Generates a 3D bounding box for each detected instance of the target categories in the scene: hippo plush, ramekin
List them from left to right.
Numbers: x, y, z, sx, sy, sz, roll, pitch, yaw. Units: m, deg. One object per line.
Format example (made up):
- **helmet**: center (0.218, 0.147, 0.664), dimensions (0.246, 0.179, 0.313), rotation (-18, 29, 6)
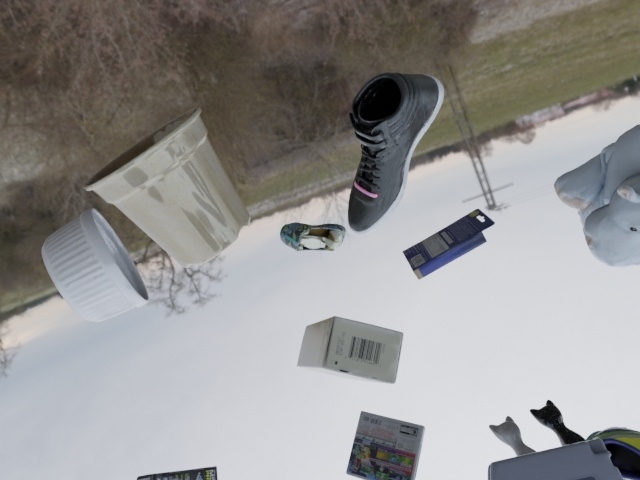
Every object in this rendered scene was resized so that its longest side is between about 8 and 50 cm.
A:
- **ramekin**: center (-0.420, 0.053, 0.981), dimensions (0.109, 0.207, 0.207), rotation (-29, -171, -11)
- **hippo plush**: center (0.570, -0.066, 0.900), dimensions (0.294, 0.234, 0.236), rotation (-60, -172, 41)

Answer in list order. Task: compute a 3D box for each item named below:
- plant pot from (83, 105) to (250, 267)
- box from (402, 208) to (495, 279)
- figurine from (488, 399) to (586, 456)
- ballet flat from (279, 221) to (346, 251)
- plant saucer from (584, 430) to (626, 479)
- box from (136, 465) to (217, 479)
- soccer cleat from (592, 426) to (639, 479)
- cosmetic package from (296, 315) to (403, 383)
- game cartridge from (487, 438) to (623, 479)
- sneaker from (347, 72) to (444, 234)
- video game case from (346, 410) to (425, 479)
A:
- **plant pot**: center (-0.350, -0.112, 1.318), dimensions (0.334, 0.305, 0.333), rotation (-27, -155, 14)
- **box**: center (0.322, 0.006, 1.318), dimensions (0.225, 0.036, 0.136), rotation (-32, -162, 9)
- **figurine**: center (0.565, 0.523, 1.338), dimensions (0.215, 0.092, 0.209), rotation (-13, -136, -14)
- **ballet flat**: center (0.000, 0.000, 1.111), dimensions (0.188, 0.070, 0.070), rotation (-2, 171, -43)
- **plant saucer**: center (0.663, 0.528, 1.179), dimensions (0.195, 0.194, 0.037), rotation (-28, 176, -33)
- **box**: center (-0.331, 0.692, 1.252), dimensions (0.060, 0.269, 0.216), rotation (-22, 154, 26)
- **soccer cleat**: center (0.582, 0.371, 0.838), dimensions (0.121, 0.093, 0.289), rotation (-5, -179, -40)
- **cosmetic package**: center (0.056, 0.253, 1.201), dimensions (0.160, 0.113, 0.309), rotation (15, 165, -10)
- **game cartridge**: center (0.339, 0.430, 0.688), dimensions (0.196, 0.294, 0.060), rotation (-11, 146, -2)
- **sneaker**: center (0.085, -0.145, 0.867), dimensions (0.105, 0.295, 0.147), rotation (37, -157, 33)
- **video game case**: center (0.186, 0.601, 1.505), dimensions (0.201, 0.023, 0.183), rotation (4, -115, 31)
